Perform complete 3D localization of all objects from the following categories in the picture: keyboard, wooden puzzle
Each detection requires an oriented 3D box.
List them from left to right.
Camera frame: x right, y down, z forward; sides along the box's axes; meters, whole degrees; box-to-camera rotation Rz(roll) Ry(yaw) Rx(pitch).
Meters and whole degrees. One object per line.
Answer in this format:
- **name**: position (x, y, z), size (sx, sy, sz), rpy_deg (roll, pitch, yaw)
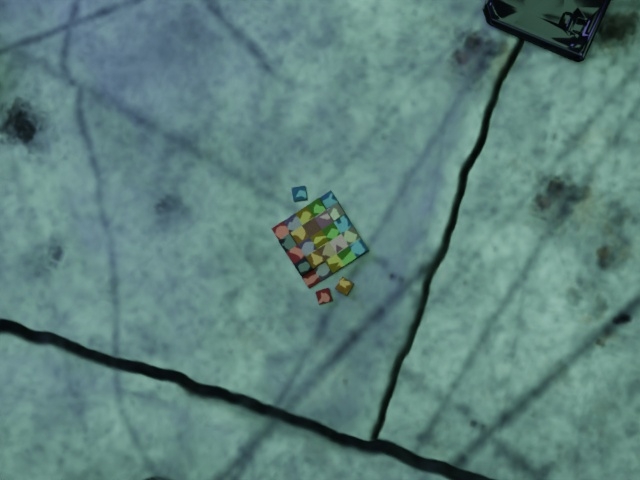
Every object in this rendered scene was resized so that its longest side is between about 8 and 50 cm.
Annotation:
- **wooden puzzle**: position (0.000, 0.000, 1.311), size (0.049, 0.006, 0.083), rpy_deg (-33, 84, 3)
- **keyboard**: position (0.193, -0.211, 1.297), size (0.108, 0.023, 0.180), rpy_deg (24, 90, 13)
